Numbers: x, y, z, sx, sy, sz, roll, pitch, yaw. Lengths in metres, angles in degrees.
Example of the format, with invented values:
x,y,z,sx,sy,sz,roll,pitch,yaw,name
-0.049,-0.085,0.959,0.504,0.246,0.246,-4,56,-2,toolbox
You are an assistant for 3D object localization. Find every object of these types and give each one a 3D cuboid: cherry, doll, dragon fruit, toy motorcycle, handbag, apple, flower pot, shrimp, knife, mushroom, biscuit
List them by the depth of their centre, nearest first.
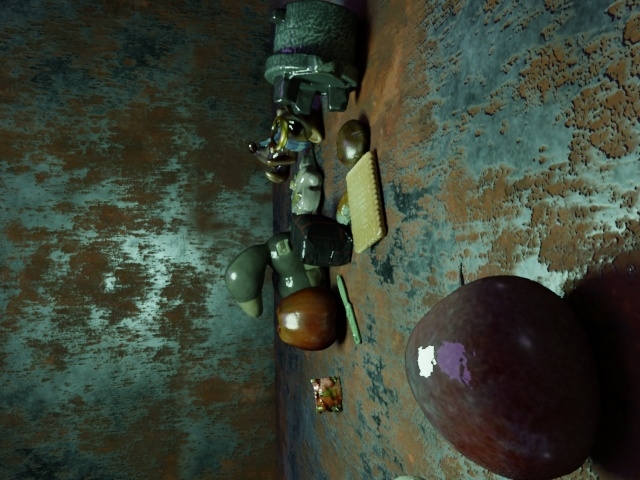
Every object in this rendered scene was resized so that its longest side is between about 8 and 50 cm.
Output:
x,y,z,sx,sy,sz,roll,pitch,yaw,name
0.221,0.159,0.672,0.236,0.212,0.286,97,158,-64,cherry
0.123,-0.103,1.437,0.160,0.030,0.250,136,133,-59,biscuit
-0.020,-0.518,1.521,0.299,0.299,0.283,-158,75,-76,flower pot
0.084,-0.282,1.530,0.170,0.080,0.135,-166,85,-73,mushroom
0.096,-0.064,1.580,0.161,0.049,0.166,108,149,-51,shrimp
0.088,0.210,1.667,0.293,0.019,0.043,-105,21,-45,knife
0.000,0.000,1.707,0.215,0.169,0.155,-127,41,-64,handbag
-0.035,0.265,1.764,0.234,0.233,0.234,179,90,-77,apple
0.022,0.546,1.802,0.096,0.102,0.147,-97,3,-56,dragon fruit
-0.151,0.144,1.931,0.252,0.378,0.383,-129,23,-62,doll
-0.056,-0.202,2.070,0.223,0.107,0.341,117,158,-45,toy motorcycle
-0.144,-0.402,2.077,0.339,0.209,0.318,-39,32,41,doll

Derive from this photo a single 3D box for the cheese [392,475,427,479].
x,y,z,sx,sy,sz,roll,pitch,yaw,name
0.183,0.539,0.970,0.198,0.154,0.189,-135,26,-67,cheese
